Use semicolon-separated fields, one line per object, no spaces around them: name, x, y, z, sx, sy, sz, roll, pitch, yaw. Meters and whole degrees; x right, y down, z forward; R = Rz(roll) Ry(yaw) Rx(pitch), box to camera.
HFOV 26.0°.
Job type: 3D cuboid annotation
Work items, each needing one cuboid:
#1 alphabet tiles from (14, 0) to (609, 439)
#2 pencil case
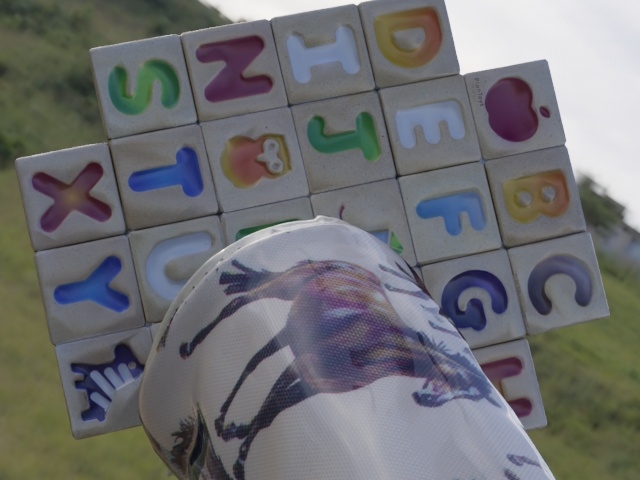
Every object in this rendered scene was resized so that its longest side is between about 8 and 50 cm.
alphabet tiles;0.000;0.000;0.850;0.011;0.342;0.285;143;-65;-78
pencil case;0.051;0.183;0.610;0.159;0.184;0.410;-3;42;-28
